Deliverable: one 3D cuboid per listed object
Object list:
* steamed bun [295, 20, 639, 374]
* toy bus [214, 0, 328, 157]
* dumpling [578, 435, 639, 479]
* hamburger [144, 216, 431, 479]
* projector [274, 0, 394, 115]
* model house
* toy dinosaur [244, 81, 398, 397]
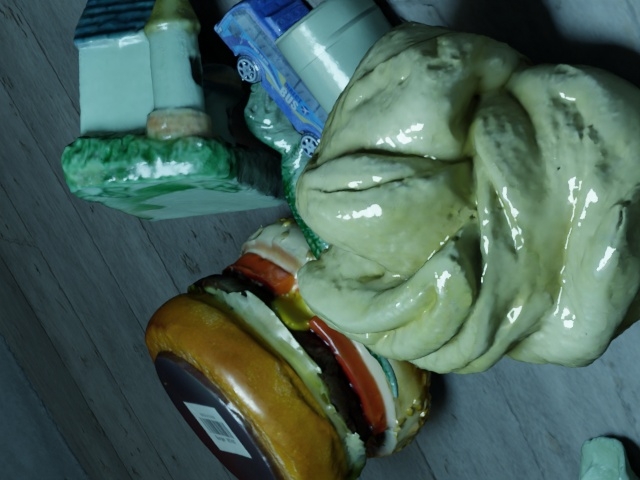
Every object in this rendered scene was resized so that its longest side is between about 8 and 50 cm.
[{"bbox_3d":[0.129,-0.021,1.682,0.372,0.230,0.324,26,131,23],"label":"steamed bun"},{"bbox_3d":[-0.005,-0.167,2.020,0.236,0.079,0.094,51,141,5],"label":"toy bus"},{"bbox_3d":[0.322,0.306,2.054,0.108,0.152,0.219,7,116,9],"label":"dumpling"},{"bbox_3d":[-0.033,0.148,2.288,0.330,0.250,0.330,44,162,18],"label":"hamburger"},{"bbox_3d":[0.095,-0.092,1.889,0.337,0.108,0.108,54,157,-1],"label":"projector"},{"bbox_3d":[-0.169,-0.203,2.187,0.267,0.194,0.325,21,-118,-71],"label":"model house"},{"bbox_3d":[0.043,-0.017,2.104,0.129,0.076,0.383,-26,88,24],"label":"toy dinosaur"}]
